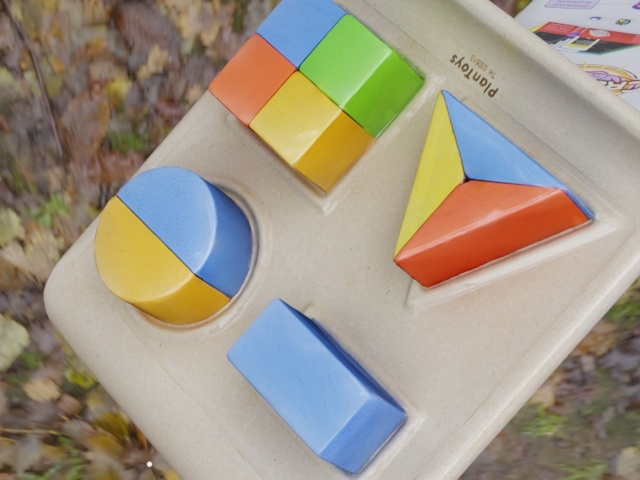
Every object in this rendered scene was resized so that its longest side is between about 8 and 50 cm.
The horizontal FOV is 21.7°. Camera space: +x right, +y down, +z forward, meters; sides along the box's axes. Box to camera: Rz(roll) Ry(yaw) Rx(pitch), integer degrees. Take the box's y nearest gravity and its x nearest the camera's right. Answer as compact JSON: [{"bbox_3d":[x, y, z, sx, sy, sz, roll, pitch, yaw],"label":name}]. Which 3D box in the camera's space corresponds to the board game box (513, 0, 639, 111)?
[{"bbox_3d":[0.241,-0.120,1.119,0.242,0.316,0.064,7,122,31],"label":"board game box"}]

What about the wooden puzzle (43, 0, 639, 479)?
[{"bbox_3d":[0.000,0.000,0.998,0.348,0.080,0.322,-52,55,7],"label":"wooden puzzle"}]
